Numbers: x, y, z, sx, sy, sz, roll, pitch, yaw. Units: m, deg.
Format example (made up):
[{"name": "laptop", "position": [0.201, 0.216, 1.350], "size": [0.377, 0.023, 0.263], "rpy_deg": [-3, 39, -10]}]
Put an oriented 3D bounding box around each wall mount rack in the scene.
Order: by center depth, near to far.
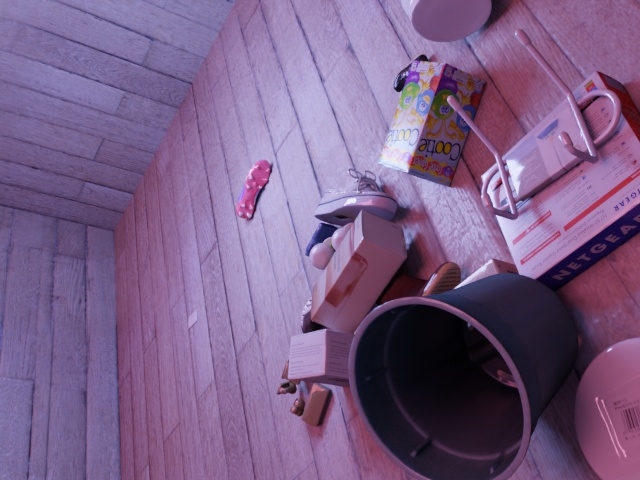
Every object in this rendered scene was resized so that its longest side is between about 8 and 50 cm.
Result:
[{"name": "wall mount rack", "position": [0.397, -0.223, 1.372], "size": [0.350, 0.131, 0.304], "rpy_deg": [-42, 44, 41]}]

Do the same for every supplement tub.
[{"name": "supplement tub", "position": [0.312, -0.698, 1.771], "size": [0.235, 0.235, 0.324], "rpy_deg": [-36, 49, 47]}]

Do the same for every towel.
[{"name": "towel", "position": [0.000, 0.000, 2.144], "size": [0.119, 0.067, 0.029], "rpy_deg": [-62, 35, 21]}]

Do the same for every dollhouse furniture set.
[{"name": "dollhouse furniture set", "position": [-0.030, 0.442, 2.048], "size": [0.151, 0.123, 0.144], "rpy_deg": [21, 97, 24]}]

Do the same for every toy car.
[{"name": "toy car", "position": [0.069, 0.040, 1.958], "size": [0.182, 0.159, 0.136], "rpy_deg": [-35, 88, 20]}]

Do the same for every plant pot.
[{"name": "plant pot", "position": [0.287, 0.221, 1.259], "size": [0.341, 0.334, 0.341], "rpy_deg": [13, 111, 38]}]

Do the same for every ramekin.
[{"name": "ramekin", "position": [0.539, 0.282, 1.089], "size": [0.277, 0.135, 0.277], "rpy_deg": [-29, 54, 51]}]

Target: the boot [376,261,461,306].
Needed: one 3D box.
[{"name": "boot", "position": [0.228, 0.115, 1.703], "size": [0.248, 0.090, 0.207], "rpy_deg": [-65, 34, 22]}]

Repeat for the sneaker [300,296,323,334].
[{"name": "sneaker", "position": [0.013, 0.195, 2.031], "size": [0.234, 0.078, 0.106], "rpy_deg": [-65, 30, 14]}]

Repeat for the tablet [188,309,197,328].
[{"name": "tablet", "position": [-0.543, 0.335, 2.942], "size": [0.083, 0.006, 0.054], "rpy_deg": [-42, 44, 42]}]

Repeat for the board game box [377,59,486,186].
[{"name": "board game box", "position": [0.278, -0.294, 1.745], "size": [0.142, 0.144, 0.275], "rpy_deg": [30, 104, 58]}]

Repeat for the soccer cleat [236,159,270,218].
[{"name": "soccer cleat", "position": [-0.265, -0.202, 2.651], "size": [0.248, 0.083, 0.095], "rpy_deg": [-68, 27, 17]}]

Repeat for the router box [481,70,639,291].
[{"name": "router box", "position": [0.498, -0.109, 1.370], "size": [0.335, 0.082, 0.301], "rpy_deg": [-46, 42, 39]}]

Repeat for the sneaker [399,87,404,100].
[{"name": "sneaker", "position": [0.240, -0.363, 1.893], "size": [0.085, 0.086, 0.237], "rpy_deg": [41, 114, 54]}]

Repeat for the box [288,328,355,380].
[{"name": "box", "position": [0.037, 0.316, 1.841], "size": [0.182, 0.181, 0.119], "rpy_deg": [-23, 58, 54]}]

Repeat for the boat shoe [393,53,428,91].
[{"name": "boat shoe", "position": [0.253, -0.465, 1.948], "size": [0.133, 0.049, 0.042], "rpy_deg": [-44, 35, 35]}]

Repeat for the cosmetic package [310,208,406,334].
[{"name": "cosmetic package", "position": [0.095, 0.087, 1.823], "size": [0.296, 0.129, 0.153], "rpy_deg": [-59, 14, 29]}]

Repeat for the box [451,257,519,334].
[{"name": "box", "position": [0.330, 0.163, 1.516], "size": [0.275, 0.094, 0.113], "rpy_deg": [-46, 42, 40]}]

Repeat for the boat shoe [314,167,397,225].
[{"name": "boat shoe", "position": [0.111, -0.134, 1.982], "size": [0.367, 0.136, 0.156], "rpy_deg": [-7, 64, 66]}]
